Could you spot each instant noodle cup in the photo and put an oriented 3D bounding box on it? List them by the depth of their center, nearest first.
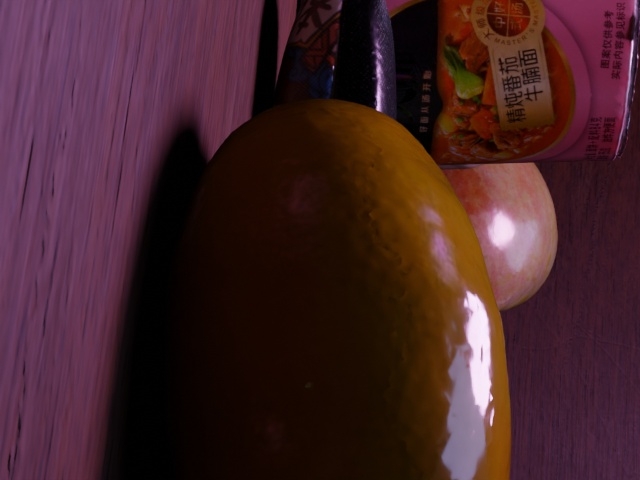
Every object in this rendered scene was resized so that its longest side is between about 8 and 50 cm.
[{"bbox_3d":[0.114,-0.154,1.253,0.244,0.255,0.244,5,90,-84],"label":"instant noodle cup"}]

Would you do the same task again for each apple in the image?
[{"bbox_3d":[0.126,-0.013,1.768,0.234,0.257,0.257,64,5,-1],"label":"apple"}]

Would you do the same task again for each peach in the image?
[{"bbox_3d":[0.005,0.060,0.696,0.251,0.153,0.251,171,-90,-85],"label":"peach"}]

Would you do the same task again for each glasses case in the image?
[{"bbox_3d":[0.000,0.000,0.964,0.122,0.082,0.321,71,25,-78],"label":"glasses case"}]

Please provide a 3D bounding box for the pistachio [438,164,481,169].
[{"bbox_3d":[0.098,-0.178,1.534,0.226,0.208,0.332,-41,160,-6],"label":"pistachio"}]
